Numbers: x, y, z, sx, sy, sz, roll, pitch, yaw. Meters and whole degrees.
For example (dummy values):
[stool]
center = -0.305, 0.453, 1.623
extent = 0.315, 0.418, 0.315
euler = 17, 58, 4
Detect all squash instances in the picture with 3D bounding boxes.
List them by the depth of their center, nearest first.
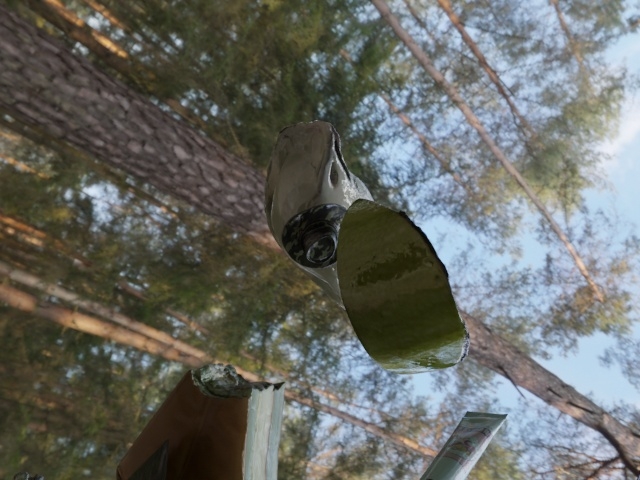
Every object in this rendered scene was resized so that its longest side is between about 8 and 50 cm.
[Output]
[squash]
center = 0.113, 0.064, 0.715
extent = 0.155, 0.236, 0.204
euler = -19, -168, 29

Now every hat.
[hat]
center = 0.000, 0.000, 0.931
extent = 0.121, 0.121, 0.050
euler = -41, -149, 19

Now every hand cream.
[hand cream]
center = 0.224, 0.382, 1.055
extent = 0.085, 0.331, 0.058
euler = -13, -82, 39

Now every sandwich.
[sandwich]
center = -0.188, 0.292, 0.979
extent = 0.228, 0.155, 0.198
euler = 1, -99, 19

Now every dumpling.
[dumpling]
center = -0.012, -0.041, 1.175
extent = 0.181, 0.341, 0.260
euler = -47, -142, -20

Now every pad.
[pad]
center = -0.260, 0.370, 0.864
extent = 0.193, 0.004, 0.116
euler = -45, -147, 28

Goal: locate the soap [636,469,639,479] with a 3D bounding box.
[soap]
center = 0.500, 0.402, 0.778
extent = 0.233, 0.128, 0.359
euler = 26, -126, 24

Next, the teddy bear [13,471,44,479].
[teddy bear]
center = -0.575, 0.522, 1.240
extent = 0.213, 0.111, 0.133
euler = -15, -96, 28
